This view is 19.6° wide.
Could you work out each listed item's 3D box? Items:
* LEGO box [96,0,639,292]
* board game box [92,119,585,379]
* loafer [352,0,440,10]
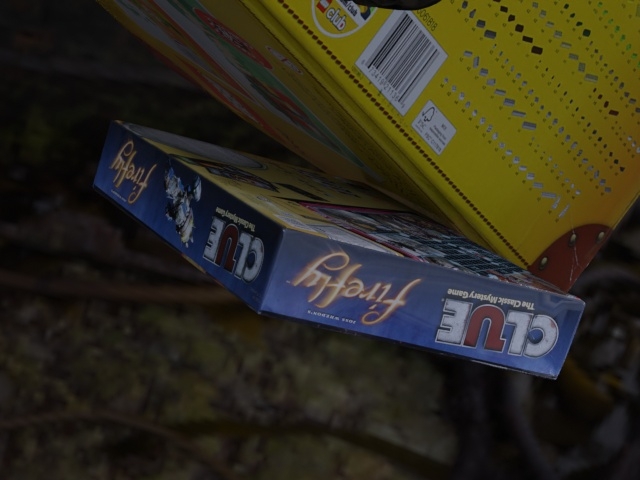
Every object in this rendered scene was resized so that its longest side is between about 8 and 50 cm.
[{"bbox_3d":[-0.041,-0.210,0.995,0.372,0.193,0.500,35,-4,36],"label":"LEGO box"},{"bbox_3d":[0.000,0.000,0.940,0.165,0.042,0.243,13,9,-27],"label":"board game box"},{"bbox_3d":[-0.033,-0.147,0.408,0.220,0.078,0.080,49,-7,1],"label":"loafer"}]
